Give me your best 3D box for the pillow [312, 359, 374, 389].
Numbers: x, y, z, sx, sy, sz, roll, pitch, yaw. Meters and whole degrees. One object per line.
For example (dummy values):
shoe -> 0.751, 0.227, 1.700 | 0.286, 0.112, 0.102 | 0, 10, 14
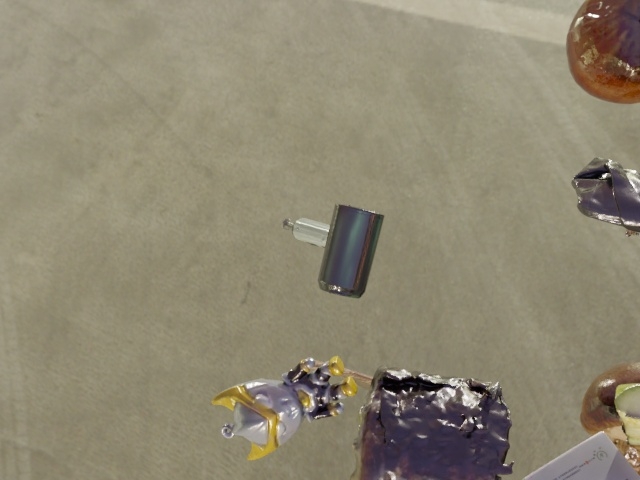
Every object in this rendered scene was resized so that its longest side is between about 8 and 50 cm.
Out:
pillow -> 0.074, 0.304, 1.678 | 0.211, 0.135, 0.034 | 22, 79, -25

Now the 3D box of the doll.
doll -> -0.072, 0.329, 1.493 | 0.316, 0.145, 0.103 | -30, 28, 21

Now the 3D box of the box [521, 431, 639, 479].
box -> 0.550, 0.549, 1.455 | 0.200, 0.106, 0.299 | -25, 57, -15

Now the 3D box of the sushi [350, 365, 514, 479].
sushi -> 0.214, 0.407, 1.485 | 0.294, 0.281, 0.299 | 3, 68, 7

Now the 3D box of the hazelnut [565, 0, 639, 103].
hazelnut -> 0.571, -0.385, 1.412 | 0.217, 0.217, 0.251 | 16, 84, 16

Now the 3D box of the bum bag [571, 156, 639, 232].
bum bag -> 0.322, -0.030, 0.680 | 0.198, 0.049, 0.087 | 21, 45, 26

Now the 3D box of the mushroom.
mushroom -> 0.757, 0.419, 1.738 | 0.346, 0.345, 0.259 | 3, 73, 8

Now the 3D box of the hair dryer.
hair dryer -> 0.000, 0.000, 0.901 | 0.198, 0.057, 0.100 | 20, 96, 60

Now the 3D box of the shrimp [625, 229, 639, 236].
shrimp -> 0.577, -0.061, 1.271 | 0.223, 0.047, 0.126 | -43, 100, -30

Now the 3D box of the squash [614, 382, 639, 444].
squash -> 0.692, 0.315, 1.409 | 0.252, 0.169, 0.093 | -7, 54, 27
